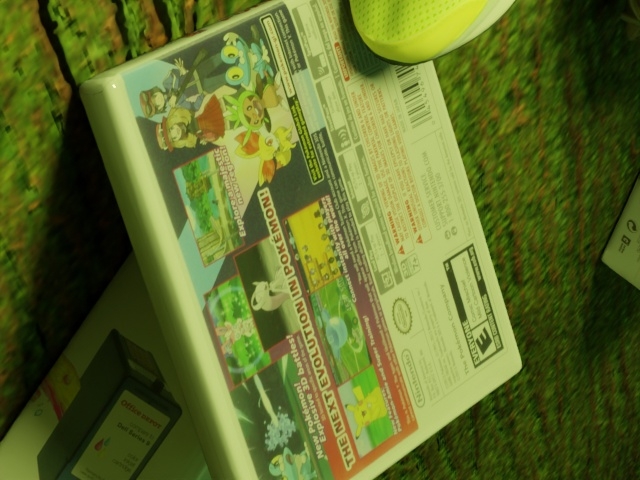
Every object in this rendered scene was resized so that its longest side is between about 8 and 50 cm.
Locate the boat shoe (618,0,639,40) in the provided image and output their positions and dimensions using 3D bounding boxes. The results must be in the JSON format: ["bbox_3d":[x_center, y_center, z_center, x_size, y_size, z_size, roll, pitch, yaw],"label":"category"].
[{"bbox_3d":[0.225,-0.140,1.112,0.098,0.109,0.302,-57,164,11],"label":"boat shoe"}]

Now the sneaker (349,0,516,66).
[{"bbox_3d":[0.046,-0.163,0.756,0.094,0.081,0.208,-15,132,-49],"label":"sneaker"}]

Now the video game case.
[{"bbox_3d":[0.000,0.000,0.813,0.183,0.023,0.201,-30,109,-44],"label":"video game case"}]

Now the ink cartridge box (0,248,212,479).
[{"bbox_3d":[-0.068,0.101,0.914,0.212,0.093,0.154,-54,159,10],"label":"ink cartridge box"}]

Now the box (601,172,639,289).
[{"bbox_3d":[0.282,-0.009,1.442,0.087,0.102,0.101,-30,150,-40],"label":"box"}]
